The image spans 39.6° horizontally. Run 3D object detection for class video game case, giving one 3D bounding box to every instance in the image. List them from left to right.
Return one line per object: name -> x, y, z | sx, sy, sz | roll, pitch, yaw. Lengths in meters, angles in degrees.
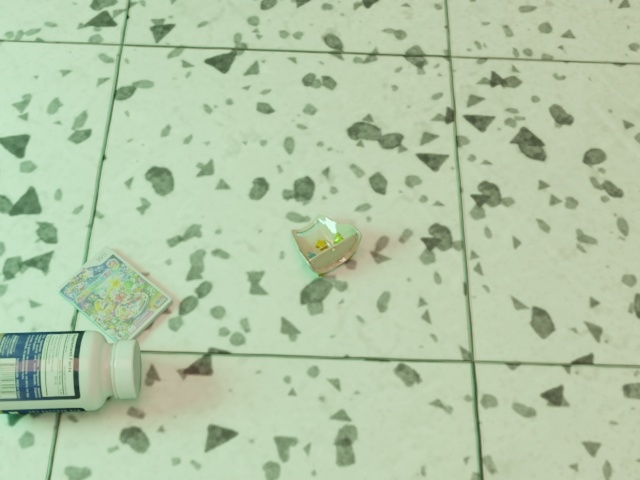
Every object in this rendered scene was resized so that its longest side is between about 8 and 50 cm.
video game case -> -0.262, 0.070, 1.130 | 0.122, 0.011, 0.087 | 36, 65, 17

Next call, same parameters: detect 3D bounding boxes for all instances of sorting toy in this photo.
sorting toy -> 0.000, 0.000, 1.166 | 0.083, 0.045, 0.075 | -30, 58, -17

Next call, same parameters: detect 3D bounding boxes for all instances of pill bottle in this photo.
pill bottle -> -0.298, 0.152, 1.034 | 0.169, 0.094, 0.094 | -1, 60, -3
